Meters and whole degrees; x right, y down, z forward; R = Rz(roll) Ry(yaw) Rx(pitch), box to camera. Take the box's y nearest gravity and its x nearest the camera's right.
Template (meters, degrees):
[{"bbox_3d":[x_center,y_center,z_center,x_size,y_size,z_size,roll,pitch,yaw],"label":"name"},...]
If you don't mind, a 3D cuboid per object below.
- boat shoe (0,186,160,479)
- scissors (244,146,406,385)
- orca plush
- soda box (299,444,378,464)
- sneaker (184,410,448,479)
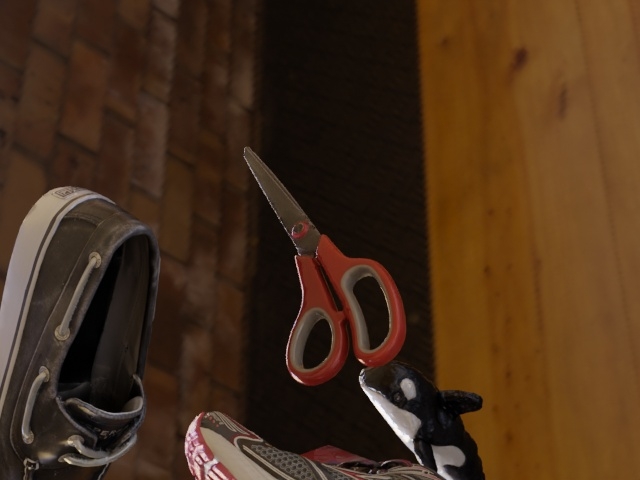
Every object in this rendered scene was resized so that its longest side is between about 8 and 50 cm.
[{"bbox_3d":[-0.175,0.117,1.036,0.102,0.108,0.301,24,105,37],"label":"boat shoe"},{"bbox_3d":[0.000,0.000,1.230,0.109,0.021,0.297,-31,45,18],"label":"scissors"},{"bbox_3d":[0.167,0.239,1.786,0.102,0.287,0.151,-36,11,7],"label":"orca plush"},{"bbox_3d":[0.046,0.295,1.549,0.263,0.083,0.092,6,109,62],"label":"soda box"},{"bbox_3d":[0.028,0.217,1.171,0.112,0.299,0.121,-63,0,-23],"label":"sneaker"}]
